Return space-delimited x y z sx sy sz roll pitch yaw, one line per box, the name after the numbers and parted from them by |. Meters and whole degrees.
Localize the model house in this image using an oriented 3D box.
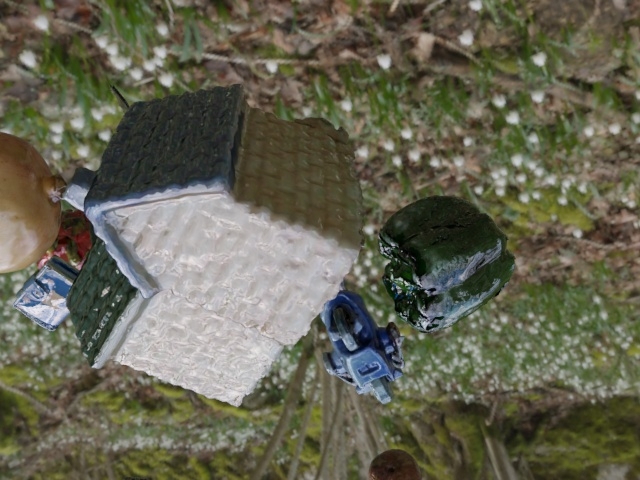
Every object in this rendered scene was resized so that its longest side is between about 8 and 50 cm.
-0.209 -0.018 1.159 0.445 0.400 0.395 -56 -157 32 | model house

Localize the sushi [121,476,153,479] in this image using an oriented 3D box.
-0.499 0.683 1.841 0.115 0.147 0.212 -4 158 -47 | sushi

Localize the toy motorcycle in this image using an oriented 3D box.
0.070 0.229 1.655 0.182 0.319 0.241 -40 -141 -16 | toy motorcycle

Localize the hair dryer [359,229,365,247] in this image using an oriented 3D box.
0.000 0.000 2.342 0.252 0.089 0.197 11 167 -17 | hair dryer

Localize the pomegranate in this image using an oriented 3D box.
-0.736 -0.093 1.659 0.338 0.338 0.338 -22 -177 1 | pomegranate

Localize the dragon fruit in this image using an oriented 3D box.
-0.728 0.050 2.194 0.231 0.302 0.237 -27 -161 29 | dragon fruit

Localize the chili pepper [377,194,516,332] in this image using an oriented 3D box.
0.254 0.048 1.476 0.257 0.248 0.233 -24 -141 -16 | chili pepper

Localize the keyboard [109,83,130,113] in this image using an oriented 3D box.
-0.460 -0.309 1.739 0.015 0.074 0.196 -43 168 -9 | keyboard

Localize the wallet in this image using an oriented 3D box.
-0.685 0.137 1.837 0.202 0.141 0.059 -39 -161 31 | wallet

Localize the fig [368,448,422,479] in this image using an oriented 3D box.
0.221 0.729 2.137 0.160 0.230 0.143 18 -144 25 | fig
